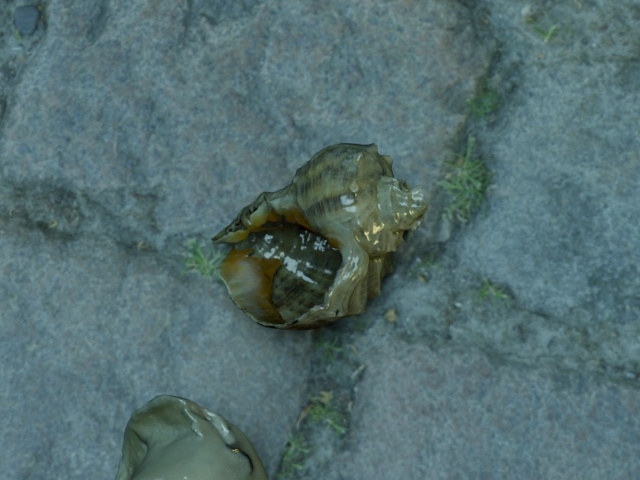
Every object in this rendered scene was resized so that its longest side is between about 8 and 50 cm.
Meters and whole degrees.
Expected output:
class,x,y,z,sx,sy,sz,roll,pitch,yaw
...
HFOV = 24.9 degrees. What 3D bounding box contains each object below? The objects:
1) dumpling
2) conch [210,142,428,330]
class,x,y,z,sx,sy,sz,roll,pitch,yaw
dumpling,-0.162,0.319,1.623,0.227,0.175,0.243,-22,50,34
conch,0.014,0.001,1.697,0.291,0.159,0.210,-17,73,46
